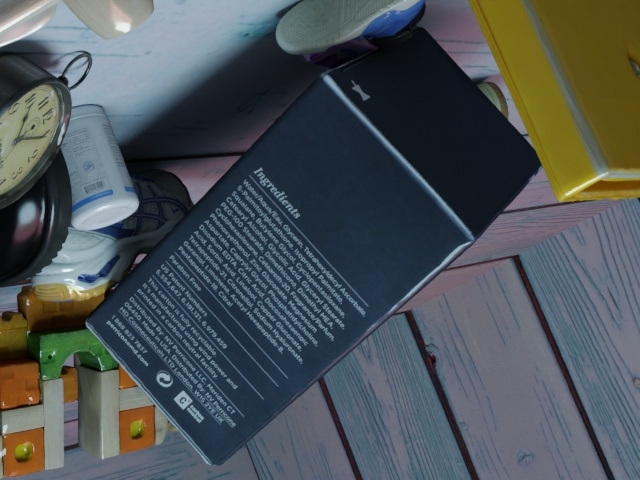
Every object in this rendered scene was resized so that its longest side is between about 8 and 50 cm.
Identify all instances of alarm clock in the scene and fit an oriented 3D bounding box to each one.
[{"bbox_3d":[-0.261,-0.104,1.116,0.192,0.064,0.129,-45,161,-35],"label":"alarm clock"}]

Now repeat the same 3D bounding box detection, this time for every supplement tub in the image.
[{"bbox_3d":[-0.226,-0.070,1.287,0.071,0.107,0.071,-20,168,-4],"label":"supplement tub"}]

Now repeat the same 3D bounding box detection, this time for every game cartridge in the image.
[{"bbox_3d":[0.182,-0.183,0.966,0.052,0.324,0.285,-32,164,32],"label":"game cartridge"}]

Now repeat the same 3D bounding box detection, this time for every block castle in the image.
[{"bbox_3d":[-0.380,0.143,1.634,0.453,0.213,0.303,-5,-171,-43],"label":"block castle"}]

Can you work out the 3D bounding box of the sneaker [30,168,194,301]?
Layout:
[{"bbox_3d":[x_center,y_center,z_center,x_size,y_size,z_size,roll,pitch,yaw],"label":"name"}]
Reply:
[{"bbox_3d":[-0.223,-0.043,1.426,0.112,0.131,0.296,-5,-162,18],"label":"sneaker"}]

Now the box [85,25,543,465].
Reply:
[{"bbox_3d":[0.000,0.000,1.379,0.395,0.212,0.293,-44,177,29],"label":"box"}]

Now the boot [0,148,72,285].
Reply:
[{"bbox_3d":[-0.418,0.009,1.244,0.348,0.131,0.260,-30,166,40],"label":"boot"}]

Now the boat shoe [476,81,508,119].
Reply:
[{"bbox_3d":[0.140,-0.120,1.783,0.089,0.104,0.285,-8,153,-35],"label":"boat shoe"}]

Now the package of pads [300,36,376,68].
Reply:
[{"bbox_3d":[0.016,-0.198,1.330,0.050,0.032,0.083,-30,167,25],"label":"package of pads"}]

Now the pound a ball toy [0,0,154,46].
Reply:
[{"bbox_3d":[-0.266,-0.146,0.706,0.319,0.136,0.208,-21,-156,-4],"label":"pound a ball toy"}]

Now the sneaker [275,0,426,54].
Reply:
[{"bbox_3d":[0.033,-0.206,1.256,0.152,0.058,0.084,-28,160,-3],"label":"sneaker"}]
